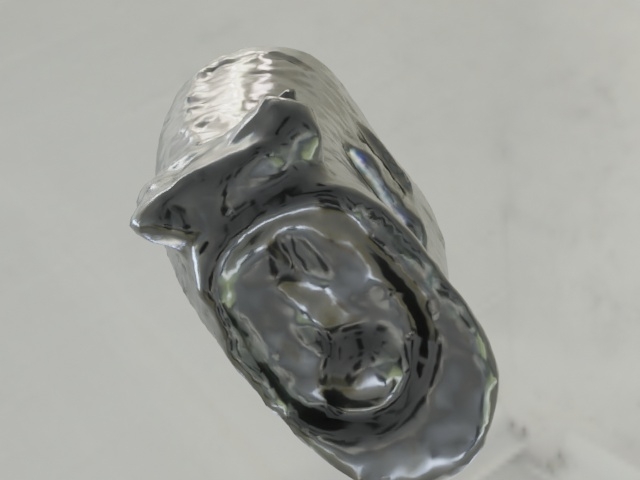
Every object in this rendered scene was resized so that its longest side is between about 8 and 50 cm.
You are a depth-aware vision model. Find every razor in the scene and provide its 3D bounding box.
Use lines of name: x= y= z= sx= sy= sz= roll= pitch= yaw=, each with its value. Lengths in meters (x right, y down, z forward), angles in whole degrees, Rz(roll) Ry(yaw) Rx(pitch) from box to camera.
razor: x=-0.003 y=0.003 z=0.808 sx=0.107 sy=0.189 sz=0.327 roll=-38 pitch=-169 yaw=6
